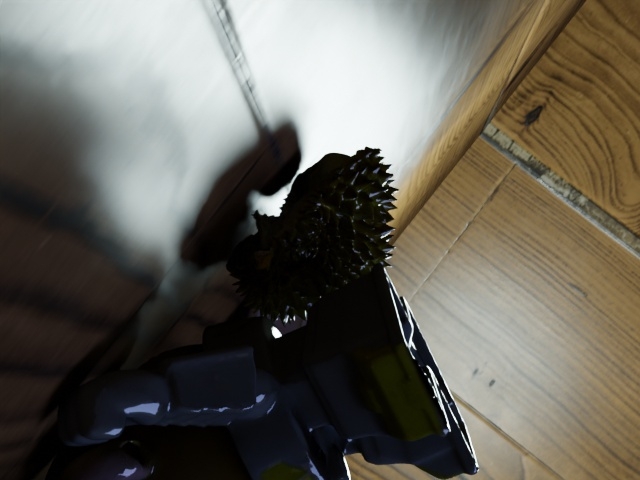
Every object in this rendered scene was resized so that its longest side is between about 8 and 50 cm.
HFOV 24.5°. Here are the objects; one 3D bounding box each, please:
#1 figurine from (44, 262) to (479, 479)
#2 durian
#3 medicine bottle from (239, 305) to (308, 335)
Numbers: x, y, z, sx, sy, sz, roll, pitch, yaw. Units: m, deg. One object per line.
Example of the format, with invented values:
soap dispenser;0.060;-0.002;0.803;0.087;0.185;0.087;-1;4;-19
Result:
figurine;-0.053;0.140;0.993;0.285;0.167;0.342;-22;134;5
durian;0.000;0.000;1.055;0.146;0.102;0.208;-47;173;17
medicine bottle;-0.026;0.135;1.488;0.152;0.152;0.254;-49;175;-26
